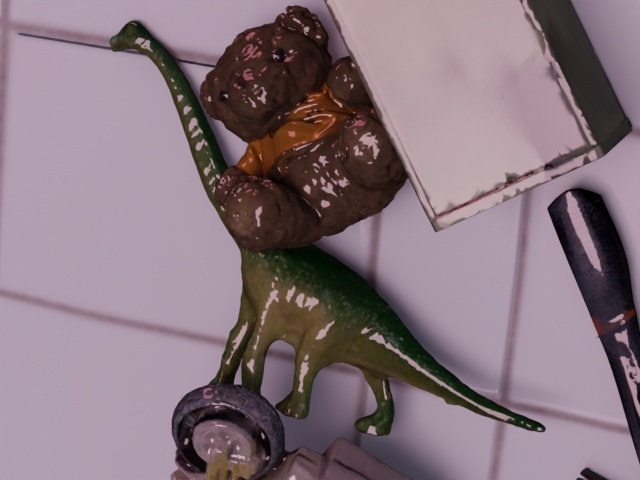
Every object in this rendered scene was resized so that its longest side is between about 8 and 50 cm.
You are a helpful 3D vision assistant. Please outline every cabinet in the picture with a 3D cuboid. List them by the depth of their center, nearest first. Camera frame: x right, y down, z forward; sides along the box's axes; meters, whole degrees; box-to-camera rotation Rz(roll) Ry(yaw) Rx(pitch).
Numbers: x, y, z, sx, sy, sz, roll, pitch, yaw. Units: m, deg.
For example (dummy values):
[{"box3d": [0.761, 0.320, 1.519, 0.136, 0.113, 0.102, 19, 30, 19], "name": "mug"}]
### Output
[{"box3d": [0.123, -0.139, 1.476, 0.145, 0.150, 0.206, -25, 92, 21], "name": "cabinet"}]

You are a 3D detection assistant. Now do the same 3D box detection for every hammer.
[{"box3d": [0.243, 0.095, 1.550, 0.137, 0.037, 0.290, -18, 97, 24], "name": "hammer"}]

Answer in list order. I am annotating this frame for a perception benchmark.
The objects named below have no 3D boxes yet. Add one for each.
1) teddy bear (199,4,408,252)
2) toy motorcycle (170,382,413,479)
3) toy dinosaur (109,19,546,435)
[{"box3d": [-0.016, -0.093, 1.561, 0.177, 0.140, 0.190, -37, 73, 20], "name": "teddy bear"}, {"box3d": [-0.008, 0.262, 1.624, 0.341, 0.108, 0.223, 33, 126, -11], "name": "toy motorcycle"}, {"box3d": [0.000, 0.000, 1.621, 0.447, 0.087, 0.301, 13, 89, 13], "name": "toy dinosaur"}]
